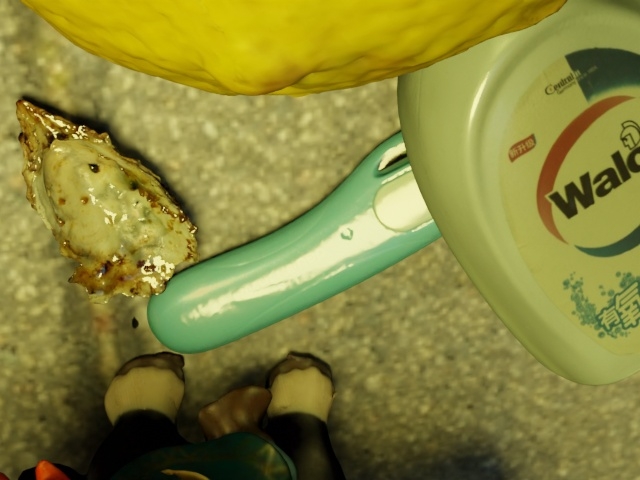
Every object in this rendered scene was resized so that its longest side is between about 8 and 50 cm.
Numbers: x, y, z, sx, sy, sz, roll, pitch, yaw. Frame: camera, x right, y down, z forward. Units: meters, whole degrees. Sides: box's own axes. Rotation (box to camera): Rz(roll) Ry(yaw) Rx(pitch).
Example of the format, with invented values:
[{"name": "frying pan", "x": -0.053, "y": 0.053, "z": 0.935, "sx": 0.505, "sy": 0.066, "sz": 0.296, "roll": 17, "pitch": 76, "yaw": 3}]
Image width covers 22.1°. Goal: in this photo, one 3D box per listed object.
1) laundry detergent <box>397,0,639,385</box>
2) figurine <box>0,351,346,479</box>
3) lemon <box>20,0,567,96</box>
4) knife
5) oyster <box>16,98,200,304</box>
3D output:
[{"name": "laundry detergent", "x": 0.141, "y": -0.083, "z": 0.859, "sx": 0.215, "sy": 0.105, "sz": 0.280, "roll": -35, "pitch": 115, "yaw": -11}, {"name": "figurine", "x": -0.045, "y": 0.209, "z": 0.838, "sx": 0.306, "sy": 0.412, "sz": 0.241, "roll": 33, "pitch": 119, "yaw": 6}, {"name": "lemon", "x": -0.026, "y": -0.235, "z": 0.596, "sx": 0.350, "sy": 0.349, "sz": 0.387, "roll": -26, "pitch": 131, "yaw": 5}, {"name": "knife", "x": 0.000, "y": 0.000, "z": 0.930, "sx": 0.222, "sy": 0.031, "sz": 0.064, "roll": -29, "pitch": 96, "yaw": 9}, {"name": "oyster", "x": -0.116, "y": -0.024, "z": 0.895, "sx": 0.086, "sy": 0.029, "sz": 0.132, "roll": -15, "pitch": 119, "yaw": -8}]
